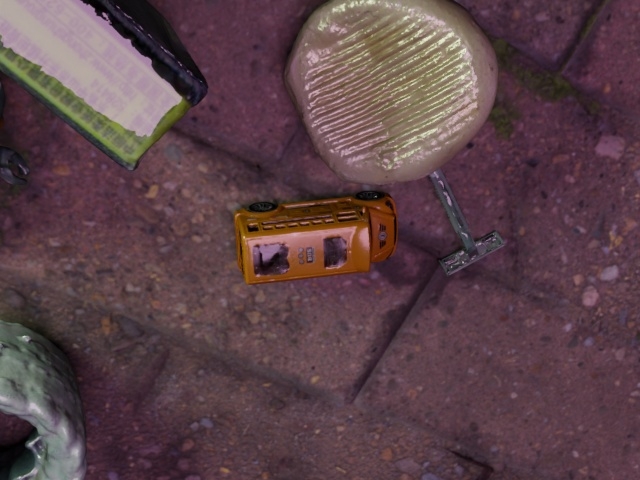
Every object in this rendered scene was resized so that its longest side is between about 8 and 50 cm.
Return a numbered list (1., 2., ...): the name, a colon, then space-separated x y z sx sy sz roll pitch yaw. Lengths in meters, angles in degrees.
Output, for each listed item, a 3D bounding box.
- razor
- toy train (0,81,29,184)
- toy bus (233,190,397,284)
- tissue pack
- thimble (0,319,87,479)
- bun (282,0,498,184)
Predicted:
1. razor: 0.149 -0.057 1.172 0.084 0.036 0.211 -29 117 0
2. toy train: -0.474 -0.145 0.890 0.249 0.178 0.429 -32 131 29
3. toy bus: 0.000 0.000 1.136 0.194 0.088 0.083 -7 114 -8
4. tissue pack: -0.291 -0.252 0.854 0.394 0.288 0.124 41 97 -24
5. thimble: -0.375 0.210 1.114 0.205 0.172 0.250 -12 118 -11
6. bun: 0.077 -0.175 1.049 0.231 0.133 0.231 5 109 13
